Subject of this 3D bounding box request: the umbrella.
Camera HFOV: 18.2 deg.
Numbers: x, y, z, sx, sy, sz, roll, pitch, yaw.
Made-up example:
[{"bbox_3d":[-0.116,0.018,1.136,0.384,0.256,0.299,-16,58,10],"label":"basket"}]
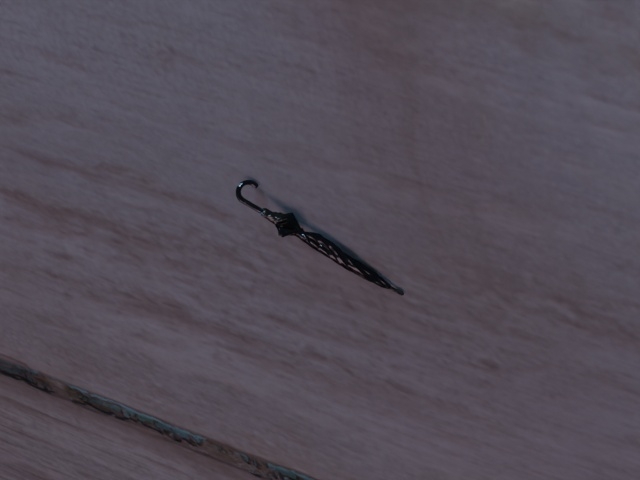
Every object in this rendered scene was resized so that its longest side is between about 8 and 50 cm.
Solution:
[{"bbox_3d":[-0.003,0.004,1.495,0.149,0.022,0.022,37,174,2],"label":"umbrella"}]
